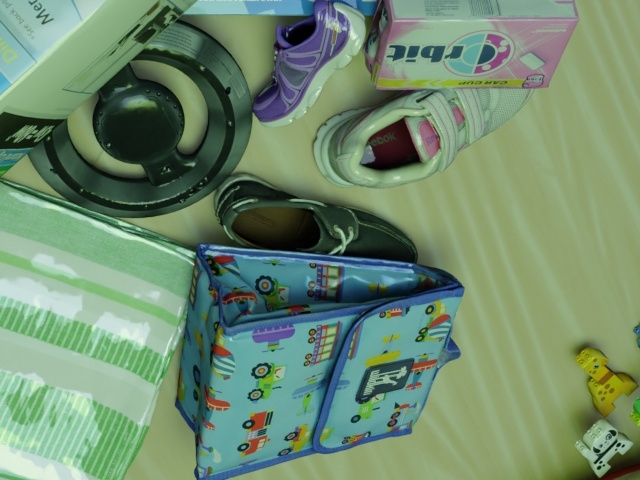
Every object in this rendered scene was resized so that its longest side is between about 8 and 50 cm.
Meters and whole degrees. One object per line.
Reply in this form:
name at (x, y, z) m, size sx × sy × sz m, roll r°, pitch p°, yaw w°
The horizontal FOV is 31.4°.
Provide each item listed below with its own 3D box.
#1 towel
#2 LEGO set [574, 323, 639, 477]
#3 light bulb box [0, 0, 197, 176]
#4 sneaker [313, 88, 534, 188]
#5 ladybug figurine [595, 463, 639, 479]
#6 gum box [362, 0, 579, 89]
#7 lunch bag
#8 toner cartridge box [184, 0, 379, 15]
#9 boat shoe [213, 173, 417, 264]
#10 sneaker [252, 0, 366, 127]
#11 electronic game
towel at (-0.280, 0.124, 1.223) m, size 0.247 × 0.038 × 0.325 m, roll 20°, pitch 103°, yaw -14°
LEGO set at (0.354, 0.150, 1.308) m, size 0.093 × 0.087 × 0.227 m, roll 37°, pitch 99°, yaw -33°
light bulb box at (-0.339, -0.248, 0.950) m, size 0.361 × 0.225 × 0.358 m, roll -41°, pitch 91°, yaw 4°
sneaker at (0.118, -0.119, 1.172) m, size 0.252 × 0.111 × 0.103 m, roll -31°, pitch 110°, yaw 1°
ladybug figurine at (0.348, 0.418, 1.354) m, size 0.449 × 0.162 × 0.305 m, roll -40°, pitch 110°, yaw 5°
gum box at (0.138, -0.200, 1.095) m, size 0.188 × 0.062 × 0.107 m, roll -2°, pitch 151°, yaw -8°
lunch bag at (0.009, 0.123, 1.214) m, size 0.293 × 0.138 × 0.221 m, roll -2°, pitch 128°, yaw -19°
toner cartridge box at (0.021, -0.305, 1.116) m, size 0.347 × 0.075 × 0.165 m, roll -2°, pitch 107°, yaw -9°
boat shoe at (0.000, 0.000, 1.209) m, size 0.233 × 0.079 × 0.084 m, roll 18°, pitch 103°, yaw -18°
sneaker at (-0.024, -0.180, 1.124) m, size 0.071 × 0.068 × 0.170 m, roll 23°, pitch 135°, yaw -23°
electronic game at (-0.181, -0.119, 1.134) m, size 0.229 × 0.048 × 0.229 m, roll -7°, pitch 128°, yaw -9°
